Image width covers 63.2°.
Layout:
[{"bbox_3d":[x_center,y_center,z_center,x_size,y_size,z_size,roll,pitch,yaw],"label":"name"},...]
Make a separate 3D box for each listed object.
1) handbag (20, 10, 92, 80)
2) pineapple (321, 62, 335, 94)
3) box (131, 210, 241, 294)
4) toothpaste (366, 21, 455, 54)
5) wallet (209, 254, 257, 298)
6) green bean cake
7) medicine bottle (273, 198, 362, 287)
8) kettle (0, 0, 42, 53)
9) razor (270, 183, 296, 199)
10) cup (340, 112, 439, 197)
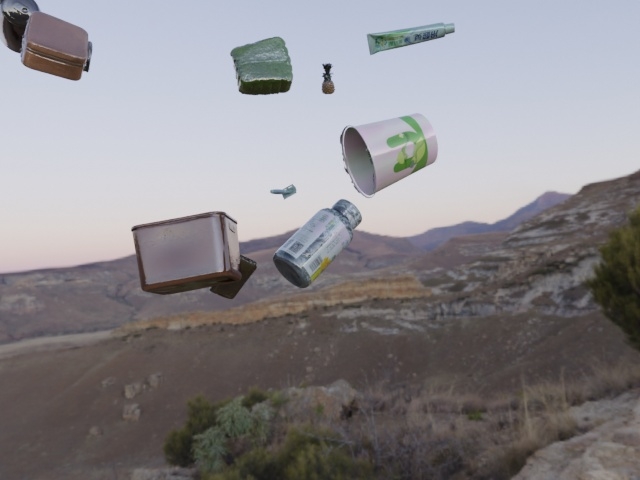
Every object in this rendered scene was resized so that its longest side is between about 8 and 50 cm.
[{"bbox_3d":[-0.633,-0.467,1.255,0.151,0.193,0.072,14,-56,-30],"label":"handbag"},{"bbox_3d":[0.026,-0.636,2.030,0.058,0.124,0.058,-5,33,4],"label":"pineapple"},{"bbox_3d":[-0.465,0.051,1.852,0.339,0.229,0.239,-11,-12,4],"label":"box"},{"bbox_3d":[0.311,-0.706,1.796,0.297,0.075,0.048,-8,34,10],"label":"toothpaste"},{"bbox_3d":[-0.341,0.143,2.039,0.110,0.198,0.031,27,25,-26],"label":"wallet"},{"bbox_3d":[-0.249,-0.729,2.190,0.248,0.222,0.125,-10,-10,-15],"label":"green bean cake"},{"bbox_3d":[0.000,0.000,1.578,0.293,0.141,0.141,-46,16,-23],"label":"medicine bottle"},{"bbox_3d":[-0.945,-0.688,1.676,0.202,0.144,0.232,39,-16,-24],"label":"kettle"},{"bbox_3d":[-0.153,-0.187,1.988,0.068,0.040,0.135,-27,-9,25],"label":"razor"},{"bbox_3d":[0.237,-0.304,1.775,0.274,0.253,0.253,-21,2,-16],"label":"cup"}]
